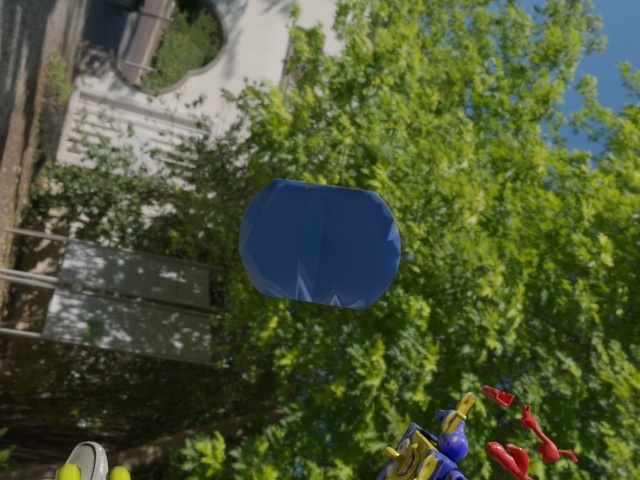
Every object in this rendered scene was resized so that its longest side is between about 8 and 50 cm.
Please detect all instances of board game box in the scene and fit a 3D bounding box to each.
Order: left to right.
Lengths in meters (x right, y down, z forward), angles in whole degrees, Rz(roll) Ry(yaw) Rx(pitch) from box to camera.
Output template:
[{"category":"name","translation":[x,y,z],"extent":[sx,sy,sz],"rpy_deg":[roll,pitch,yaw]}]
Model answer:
[{"category":"board game box","translation":[0.000,0.000,0.667],"extent":[0.033,0.169,0.133],"rpy_deg":[-73,170,-68]}]

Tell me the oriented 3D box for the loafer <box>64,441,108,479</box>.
[{"category":"loafer","translation":[-0.524,0.560,1.297],"extent":[0.111,0.112,0.319],"rpy_deg":[70,15,-44]}]

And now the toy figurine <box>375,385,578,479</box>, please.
[{"category":"toy figurine","translation":[0.153,0.368,0.881],"extent":[0.362,0.191,0.217],"rpy_deg":[-58,-171,-9]}]

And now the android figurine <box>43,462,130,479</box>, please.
[{"category":"android figurine","translation":[-0.348,0.443,0.965],"extent":[0.273,0.248,0.056],"rpy_deg":[41,-64,63]}]
